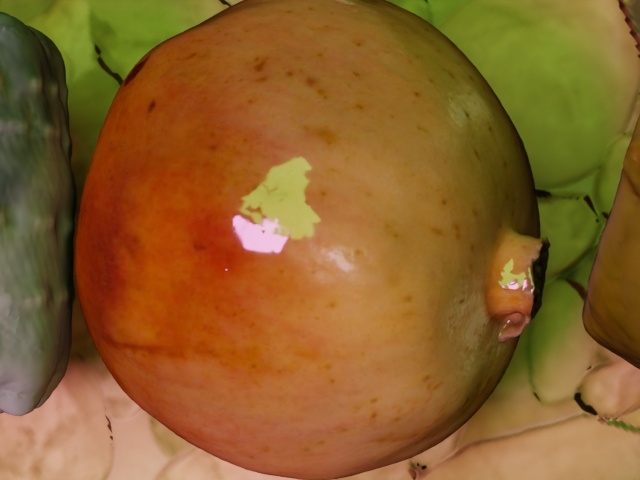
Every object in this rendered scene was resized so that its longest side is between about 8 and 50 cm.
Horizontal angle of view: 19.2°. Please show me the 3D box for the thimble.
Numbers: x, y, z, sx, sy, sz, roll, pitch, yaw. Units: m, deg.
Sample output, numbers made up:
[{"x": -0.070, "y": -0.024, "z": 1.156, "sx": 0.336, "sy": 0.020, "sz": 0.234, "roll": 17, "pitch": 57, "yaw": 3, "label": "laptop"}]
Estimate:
[{"x": -0.206, "y": 0.004, "z": 0.769, "sx": 0.250, "sy": 0.204, "sz": 0.172, "roll": -8, "pitch": 85, "yaw": 45, "label": "thimble"}]

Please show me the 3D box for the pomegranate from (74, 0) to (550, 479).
[{"x": -0.002, "y": -0.002, "z": 0.740, "sx": 0.191, "sy": 0.191, "sz": 0.191, "roll": -2, "pitch": 82, "yaw": 14, "label": "pomegranate"}]

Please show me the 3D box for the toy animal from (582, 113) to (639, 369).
[{"x": 0.268, "y": 0.012, "z": 0.686, "sx": 0.362, "sy": 0.180, "sz": 0.181, "roll": 18, "pitch": 93, "yaw": -6, "label": "toy animal"}]
